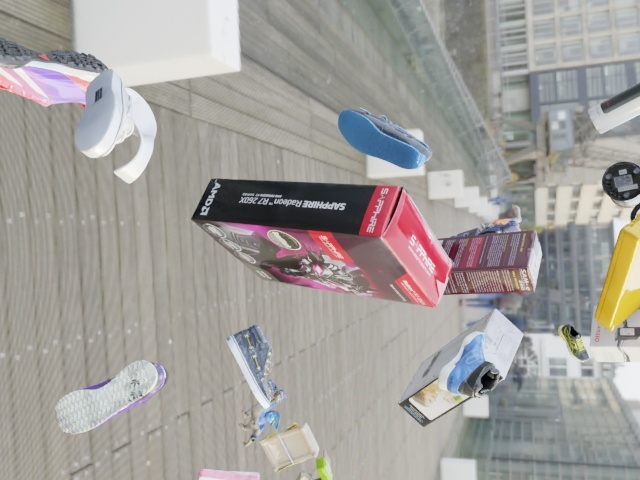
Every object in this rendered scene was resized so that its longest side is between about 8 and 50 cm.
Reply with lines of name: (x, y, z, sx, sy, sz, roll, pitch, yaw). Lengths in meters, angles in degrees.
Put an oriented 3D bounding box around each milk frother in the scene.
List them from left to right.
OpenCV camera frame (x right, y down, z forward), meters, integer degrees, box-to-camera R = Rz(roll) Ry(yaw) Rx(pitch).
milk frother: (0.677, -0.087, 1.333, 0.135, 0.129, 0.143, 8, 90, -59)

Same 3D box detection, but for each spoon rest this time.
spoon rest: (-0.468, -0.277, 1.581, 0.137, 0.084, 0.276, 44, 33, -51)

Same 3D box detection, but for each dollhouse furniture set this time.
dollhouse furniture set: (-0.029, 0.339, 0.958, 0.058, 0.076, 0.151, -89, 155, -74)

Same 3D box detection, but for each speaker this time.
speaker: (0.574, -0.253, 1.152, 0.055, 0.136, 0.055, 28, 48, -37)

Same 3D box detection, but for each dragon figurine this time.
dragon figurine: (-0.188, 0.588, 2.057, 0.144, 0.085, 0.289, -23, 136, -34)

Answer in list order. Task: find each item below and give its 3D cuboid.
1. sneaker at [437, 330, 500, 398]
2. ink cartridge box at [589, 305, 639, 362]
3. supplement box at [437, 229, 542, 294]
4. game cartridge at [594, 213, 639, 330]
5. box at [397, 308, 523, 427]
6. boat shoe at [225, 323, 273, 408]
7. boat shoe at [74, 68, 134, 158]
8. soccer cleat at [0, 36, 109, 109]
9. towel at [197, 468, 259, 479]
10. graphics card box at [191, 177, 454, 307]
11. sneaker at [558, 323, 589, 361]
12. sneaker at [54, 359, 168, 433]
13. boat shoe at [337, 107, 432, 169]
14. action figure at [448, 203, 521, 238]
sneaker: (0.270, 0.213, 1.051, 0.152, 0.085, 0.058, -32, 126, -45)
ink cartridge box: (0.658, 0.197, 1.315, 0.063, 0.151, 0.109, 51, 47, -35)
supplement box: (0.350, 0.051, 1.360, 0.130, 0.240, 0.073, -58, 133, -44)
game cartridge: (0.672, 0.006, 1.221, 0.324, 0.053, 0.285, -31, 138, -20)
box: (0.320, 0.299, 1.435, 0.087, 0.290, 0.169, 43, 42, 2)
boat shoe: (-0.133, 0.278, 1.370, 0.183, 0.083, 0.065, 64, -13, -8)
boat shoe: (-0.381, -0.223, 1.139, 0.084, 0.095, 0.258, 51, 20, -41)
soccer cleat: (-0.571, -0.316, 1.197, 0.318, 0.108, 0.116, -4, 130, -47)
towel: (-0.204, 0.605, 1.357, 0.029, 0.144, 0.197, 124, -29, -50)
graphics card box: (0.000, 0.000, 1.009, 0.233, 0.371, 0.094, 47, 58, -48)
sneaker: (0.512, 0.205, 1.244, 0.083, 0.031, 0.035, 56, -26, 13)
sneaker: (-0.502, 0.388, 1.532, 0.102, 0.294, 0.146, 66, 7, 13)
boat shoe: (0.157, -0.246, 1.536, 0.089, 0.258, 0.109, -26, 147, -45)
action figure: (0.594, 0.014, 2.146, 0.330, 0.341, 0.178, -43, 105, -34)
